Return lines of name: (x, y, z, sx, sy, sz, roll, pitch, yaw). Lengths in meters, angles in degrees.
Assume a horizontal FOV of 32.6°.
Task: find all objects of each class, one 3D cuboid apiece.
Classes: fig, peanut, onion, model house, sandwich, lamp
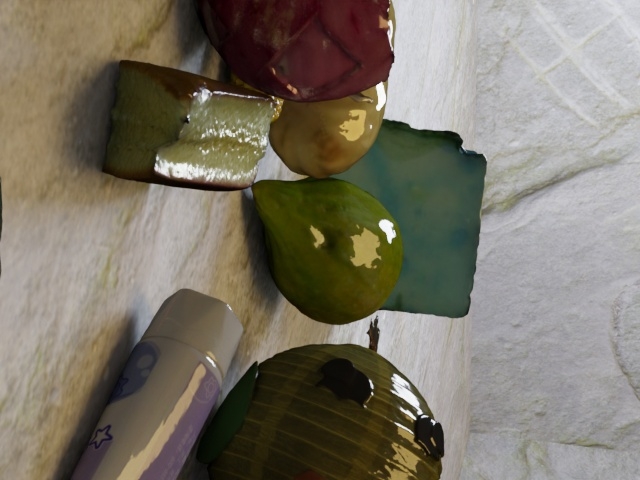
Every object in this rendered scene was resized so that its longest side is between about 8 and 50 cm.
fig: (0.016, 0.001, 1.259, 0.233, 0.167, 0.167, 80, 19, -64)
peanut: (0.018, -0.207, 1.248, 0.147, 0.148, 0.318, 78, 20, -47)
onion: (-0.022, -0.229, 1.001, 0.200, 0.201, 0.207, 3, 91, -76)
model house: (0.106, -0.044, 1.577, 0.241, 0.226, 0.261, -87, -177, -82)
sandwich: (-0.109, -0.089, 0.880, 0.258, 0.096, 0.094, -7, 107, -77)
lamp: (0.018, 0.204, 1.126, 0.284, 0.250, 0.250, -64, 158, -22)

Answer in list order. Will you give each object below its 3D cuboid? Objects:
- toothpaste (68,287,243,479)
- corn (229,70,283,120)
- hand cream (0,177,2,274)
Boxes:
toothpaste: (-0.158, 0.201, 0.833, 0.125, 0.080, 0.371, 78, 27, -49)
corn: (-0.052, -0.211, 1.111, 0.067, 0.067, 0.206, 57, 40, -67)
hand cream: (-0.207, 0.067, 0.630, 0.075, 0.052, 0.247, -36, 129, -70)
